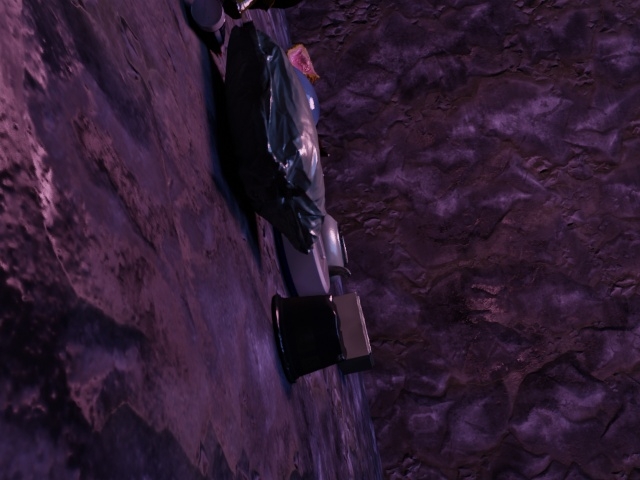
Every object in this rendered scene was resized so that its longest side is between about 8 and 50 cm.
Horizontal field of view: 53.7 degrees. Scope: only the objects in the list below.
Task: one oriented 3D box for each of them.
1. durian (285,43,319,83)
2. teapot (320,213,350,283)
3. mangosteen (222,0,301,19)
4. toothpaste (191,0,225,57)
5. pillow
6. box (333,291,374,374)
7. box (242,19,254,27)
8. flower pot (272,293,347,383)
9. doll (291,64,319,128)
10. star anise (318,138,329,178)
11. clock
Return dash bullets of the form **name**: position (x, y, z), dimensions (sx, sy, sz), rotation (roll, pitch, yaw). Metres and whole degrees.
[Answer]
- **durian**: position (-0.092, -0.733, 2.663), dimensions (0.165, 0.132, 0.182), rotation (-149, -146, -80)
- **teapot**: position (0.002, 0.017, 1.600), dimensions (0.294, 0.130, 0.193), rotation (-94, 172, -60)
- **mangosteen**: position (-0.122, -0.558, 1.304), dimensions (0.231, 0.231, 0.289), rotation (68, 43, -67)
- **toothpaste**: position (-0.166, -0.333, 0.986), dimensions (0.193, 0.045, 0.071), rotation (-116, -159, -80)
- **pillow**: position (-0.071, -0.156, 1.051), dimensions (0.283, 0.138, 0.310), rotation (72, 4, -61)
- **box**: position (0.105, 0.325, 2.196), dimensions (0.225, 0.117, 0.225), rotation (69, 9, -66)
- **box**: position (-0.147, -0.395, 1.482), dimensions (0.129, 0.033, 0.247), rotation (74, 5, -50)
- **flower pot**: position (-0.015, 0.161, 1.098), dimensions (0.157, 0.107, 0.157), rotation (-12, 90, -85)
- **doll**: position (-0.073, -0.266, 1.362), dimensions (0.177, 0.141, 0.314), rotation (59, -9, 24)
- **star anise**: position (-0.071, -0.294, 1.852), dimensions (0.272, 0.103, 0.272), rotation (52, -23, 33)
- **clock**: position (-0.040, 0.012, 1.383), dimensions (0.230, 0.083, 0.230), rotation (-14, 90, -83)
